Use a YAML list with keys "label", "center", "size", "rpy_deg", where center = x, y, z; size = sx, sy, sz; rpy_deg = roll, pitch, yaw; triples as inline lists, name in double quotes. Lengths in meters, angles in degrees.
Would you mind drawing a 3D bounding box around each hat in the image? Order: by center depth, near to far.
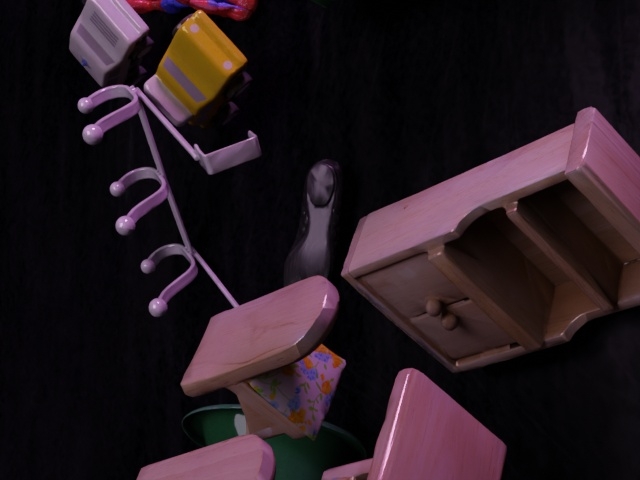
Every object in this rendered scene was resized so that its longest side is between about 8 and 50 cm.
- label: "hat"
  center: [-0.046, 0.272, 1.080]
  size: [0.173, 0.208, 0.184]
  rpy_deg: [120, 162, -61]

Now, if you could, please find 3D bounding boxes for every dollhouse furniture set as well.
- label: "dollhouse furniture set"
  center: [0.119, 0.135, 0.844]
  size: [0.256, 0.362, 0.394]
  rpy_deg: [-25, 34, 42]

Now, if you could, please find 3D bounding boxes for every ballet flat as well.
- label: "ballet flat"
  center: [0.000, 0.000, 1.223]
  size: [0.057, 0.049, 0.173]
  rpy_deg: [15, 98, 25]

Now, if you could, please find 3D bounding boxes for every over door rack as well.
- label: "over door rack"
  center: [-0.152, -0.023, 1.230]
  size: [0.324, 0.108, 0.239]
  rpy_deg: [27, 140, 53]

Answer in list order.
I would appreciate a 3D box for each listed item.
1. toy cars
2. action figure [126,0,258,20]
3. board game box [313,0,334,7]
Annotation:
- label: "toy cars"
  center: [-0.214, -0.209, 1.387]
  size: [0.087, 0.176, 0.393]
  rpy_deg: [-41, 39, -20]
- label: "action figure"
  center: [-0.174, -0.322, 1.410]
  size: [0.280, 0.139, 0.091]
  rpy_deg: [14, 90, 45]
- label: "board game box"
  center: [0.079, -0.363, 1.087]
  size: [0.317, 0.046, 0.213]
  rpy_deg: [-17, 51, 69]
